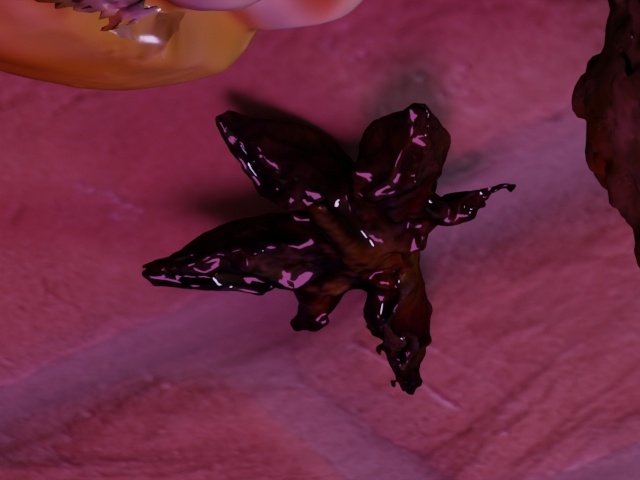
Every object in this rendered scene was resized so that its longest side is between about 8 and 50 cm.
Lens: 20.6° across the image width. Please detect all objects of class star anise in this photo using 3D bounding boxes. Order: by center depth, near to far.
[{"bbox_3d":[0.000,-0.003,0.830,0.157,0.053,0.212,12,141,-6],"label":"star anise"}]

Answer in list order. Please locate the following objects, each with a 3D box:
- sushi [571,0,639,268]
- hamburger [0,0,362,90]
[{"bbox_3d":[0.178,-0.066,0.599,0.218,0.238,0.225,-17,118,32],"label":"sushi"},{"bbox_3d":[-0.076,-0.162,0.495,0.237,0.276,0.276,-30,127,25],"label":"hamburger"}]
